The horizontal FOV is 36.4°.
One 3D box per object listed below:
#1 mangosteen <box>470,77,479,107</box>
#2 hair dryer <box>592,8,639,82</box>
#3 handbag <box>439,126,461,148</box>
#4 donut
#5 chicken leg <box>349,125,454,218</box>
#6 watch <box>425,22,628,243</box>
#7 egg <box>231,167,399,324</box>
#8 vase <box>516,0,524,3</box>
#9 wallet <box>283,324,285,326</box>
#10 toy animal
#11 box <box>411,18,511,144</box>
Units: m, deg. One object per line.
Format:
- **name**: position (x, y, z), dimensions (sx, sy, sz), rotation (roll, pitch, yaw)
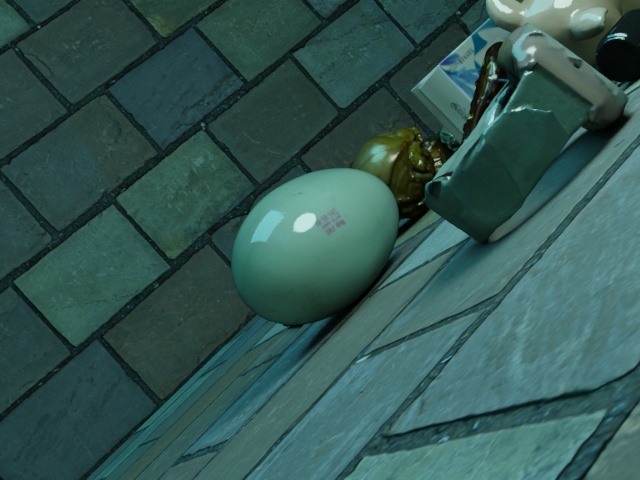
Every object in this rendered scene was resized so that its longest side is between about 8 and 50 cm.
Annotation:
- **mangosteen**: position (0.342, -0.261, 1.812), dimensions (0.140, 0.140, 0.140), rotation (-43, 2, 2)
- **hair dryer**: position (0.373, -0.217, 1.368), dimensions (0.248, 0.070, 0.114), rotation (-46, -1, 44)
- **handbag**: position (0.442, -0.353, 2.687), dimensions (0.256, 0.079, 0.219), rotation (-44, 6, 1)
- **donut**: position (0.291, -0.212, 1.588), dimensions (0.230, 0.095, 0.216), rotation (70, -143, -81)
- **chicken leg**: position (0.166, -0.099, 2.067), dimensions (0.295, 0.182, 0.409), rotation (-33, -19, -31)
- **watch**: position (0.230, -0.114, 1.154), dimensions (0.241, 0.161, 0.253), rotation (-55, -3, 13)
- **egg**: position (0.000, 0.000, 1.628), dimensions (0.371, 0.230, 0.230), rotation (-40, 0, -45)
- **vase**: position (0.502, -0.534, 2.093), dimensions (0.241, 0.302, 0.329), rotation (-42, 3, -20)
- **wallet**: position (-0.025, 0.135, 2.069), dimensions (0.122, 0.031, 0.232), rotation (-49, 1, -11)
- **toy animal**: position (0.404, -0.346, 1.516), dimensions (0.195, 0.213, 0.256), rotation (15, 53, 34)
- **box**: position (0.349, -0.323, 1.989), dimensions (0.274, 0.203, 0.116), rotation (-43, 2, -35)
